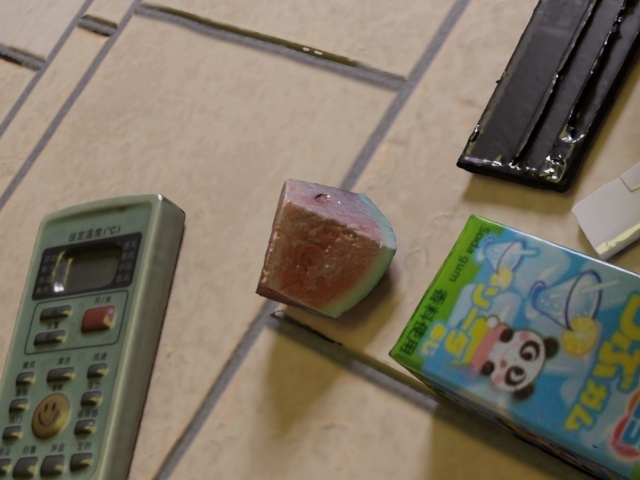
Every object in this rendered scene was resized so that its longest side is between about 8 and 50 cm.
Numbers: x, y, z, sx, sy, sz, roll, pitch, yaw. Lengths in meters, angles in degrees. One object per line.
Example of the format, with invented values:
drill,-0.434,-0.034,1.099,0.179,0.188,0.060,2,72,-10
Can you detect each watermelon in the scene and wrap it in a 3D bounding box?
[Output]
watermelon,0.001,0.006,0.839,0.092,0.072,0.084,-1,78,33

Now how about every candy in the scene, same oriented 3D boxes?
candy,0.136,0.061,0.698,0.194,0.062,0.097,23,77,44

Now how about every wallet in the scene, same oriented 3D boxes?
wallet,0.182,-0.026,0.756,0.083,0.011,0.044,-36,45,14

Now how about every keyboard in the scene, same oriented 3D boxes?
keyboard,0.168,-0.143,0.843,0.087,0.017,0.250,16,73,43

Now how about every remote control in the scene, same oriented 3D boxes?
remote control,-0.171,0.101,0.932,0.123,0.038,0.285,-9,57,34
